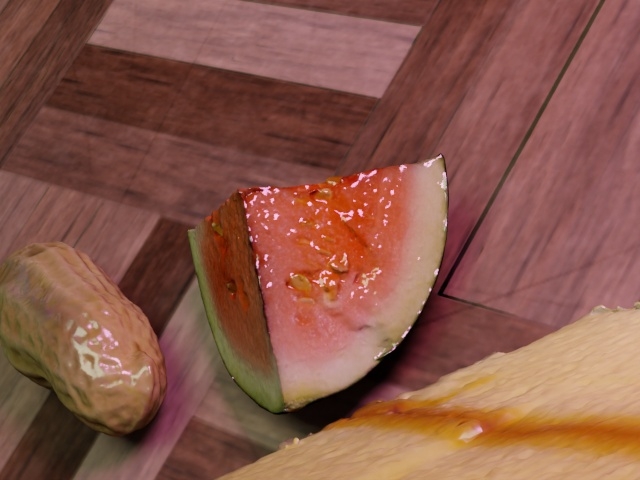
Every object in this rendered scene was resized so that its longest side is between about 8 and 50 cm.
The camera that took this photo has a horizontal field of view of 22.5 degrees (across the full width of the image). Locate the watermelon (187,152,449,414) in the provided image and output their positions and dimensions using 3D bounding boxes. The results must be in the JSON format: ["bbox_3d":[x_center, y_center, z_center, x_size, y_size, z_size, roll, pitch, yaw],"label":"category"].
[{"bbox_3d":[0.007,0.013,1.031,0.145,0.137,0.193,-12,41,-20],"label":"watermelon"}]

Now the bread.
[{"bbox_3d":[0.112,0.087,0.770,0.345,0.242,0.405,-30,42,-19],"label":"bread"}]

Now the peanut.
[{"bbox_3d":[-0.169,0.067,1.110,0.093,0.083,0.194,-44,45,-1],"label":"peanut"}]
